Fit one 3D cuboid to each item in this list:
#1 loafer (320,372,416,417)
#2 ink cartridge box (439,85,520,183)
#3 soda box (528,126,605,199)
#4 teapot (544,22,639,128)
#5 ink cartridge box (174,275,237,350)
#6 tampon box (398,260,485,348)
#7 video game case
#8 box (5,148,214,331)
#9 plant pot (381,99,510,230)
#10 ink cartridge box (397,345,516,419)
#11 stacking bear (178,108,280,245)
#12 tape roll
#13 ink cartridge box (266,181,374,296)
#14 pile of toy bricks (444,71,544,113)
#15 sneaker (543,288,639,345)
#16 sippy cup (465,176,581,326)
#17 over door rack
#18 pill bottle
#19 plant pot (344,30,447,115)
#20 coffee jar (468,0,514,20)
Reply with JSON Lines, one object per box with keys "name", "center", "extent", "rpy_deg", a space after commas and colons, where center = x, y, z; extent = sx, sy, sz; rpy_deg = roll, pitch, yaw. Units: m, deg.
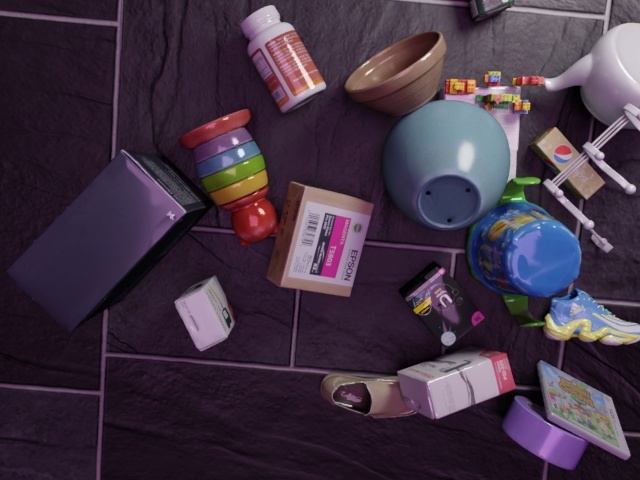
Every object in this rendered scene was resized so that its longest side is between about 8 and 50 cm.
{"name": "loafer", "center": [0.132, 0.386, 1.487], "extent": [0.268, 0.092, 0.102], "rpy_deg": [4, 97, -1]}
{"name": "ink cartridge box", "center": [0.373, -0.248, 1.442], "extent": [0.180, 0.056, 0.225], "rpy_deg": [-1, 102, -1]}
{"name": "soda box", "center": [0.583, -0.181, 1.445], "extent": [0.061, 0.058, 0.181], "rpy_deg": [-43, 95, 4]}
{"name": "teapot", "center": [0.688, -0.342, 1.372], "extent": [0.252, 0.187, 0.256], "rpy_deg": [-30, 77, -27]}
{"name": "ink cartridge box", "center": [-0.261, 0.165, 1.414], "extent": [0.072, 0.175, 0.128], "rpy_deg": [-25, 97, 2]}
{"name": "tampon box", "center": [0.287, 0.152, 1.457], "extent": [0.120, 0.101, 0.161], "rpy_deg": [-41, 96, 4]}
{"name": "video game case", "center": [0.620, 0.397, 1.450], "extent": [0.212, 0.193, 0.023], "rpy_deg": [28, 120, -4]}
{"name": "box", "center": [-0.432, -0.013, 1.322], "extent": [0.179, 0.312, 0.343], "rpy_deg": [44, 94, -5]}
{"name": "plant pot", "center": [0.273, -0.131, 1.321], "extent": [0.290, 0.195, 0.290], "rpy_deg": [4, 124, 6]}
{"name": "ink cartridge box", "center": [0.311, 0.325, 1.419], "extent": [0.217, 0.158, 0.092], "rpy_deg": [-17, 93, -18]}
{"name": "stacking bear", "center": [-0.189, -0.133, 1.397], "extent": [0.175, 0.164, 0.289], "rpy_deg": [-23, 101, 2]}
{"name": "tape roll", "center": [0.533, 0.455, 1.453], "extent": [0.189, 0.189, 0.080], "rpy_deg": [26, 96, -4]}
{"name": "ink cartridge box", "center": [0.000, 0.000, 1.406], "extent": [0.193, 0.088, 0.235], "rpy_deg": [10, 97, -29]}
{"name": "pile of toy bricks", "center": [0.389, -0.315, 1.350], "extent": [0.212, 0.105, 0.118], "rpy_deg": [-1, 101, -1]}
{"name": "sneaker", "center": [0.664, 0.182, 1.472], "extent": [0.240, 0.091, 0.126], "rpy_deg": [1, 96, 0]}
{"name": "sippy cup", "center": [0.470, 0.028, 1.385], "extent": [0.240, 0.224, 0.305], "rpy_deg": [-39, 95, 3]}
{"name": "over door rack", "center": [0.663, -0.114, 1.334], "extent": [0.239, 0.108, 0.324], "rpy_deg": [-45, 130, 15]}
{"name": "pill bottle", "center": [-0.088, -0.409, 1.377], "extent": [0.121, 0.121, 0.216], "rpy_deg": [-30, 96, 3]}
{"name": "plant pot", "center": [0.179, -0.352, 1.347], "extent": [0.237, 0.237, 0.110], "rpy_deg": [-31, 116, 3]}
{"name": "coffee jar", "center": [0.366, -0.603, 1.382], "extent": [0.096, 0.079, 0.185], "rpy_deg": [-19, 97, 5]}
